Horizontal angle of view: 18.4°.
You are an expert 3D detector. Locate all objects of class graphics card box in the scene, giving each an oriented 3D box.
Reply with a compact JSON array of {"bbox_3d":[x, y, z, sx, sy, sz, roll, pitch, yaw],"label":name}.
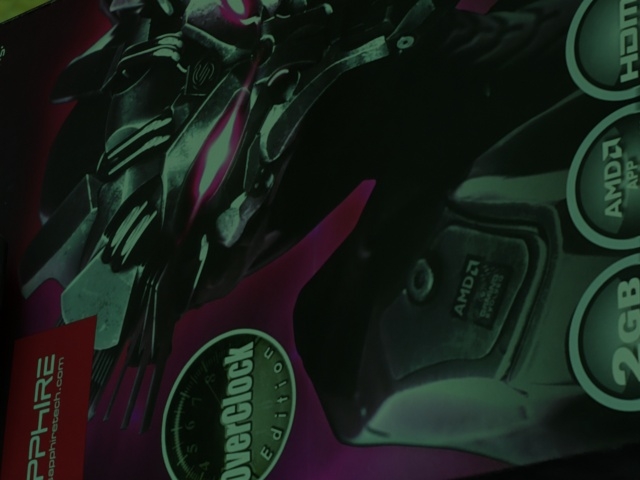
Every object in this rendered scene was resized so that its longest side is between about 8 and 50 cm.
[{"bbox_3d":[0.000,0.000,0.667,0.371,0.094,0.233,-16,59,36],"label":"graphics card box"}]

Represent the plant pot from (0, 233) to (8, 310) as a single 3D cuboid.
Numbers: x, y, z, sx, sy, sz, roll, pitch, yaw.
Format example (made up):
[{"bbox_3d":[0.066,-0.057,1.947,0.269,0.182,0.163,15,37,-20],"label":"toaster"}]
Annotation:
[{"bbox_3d":[-0.215,0.037,0.661,0.188,0.187,0.167,8,68,55],"label":"plant pot"}]
